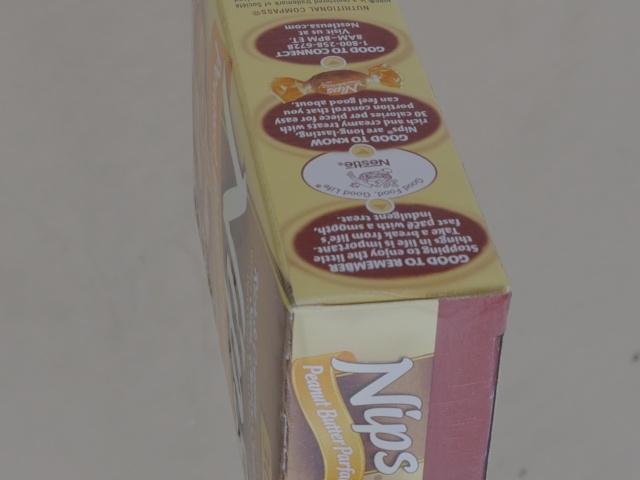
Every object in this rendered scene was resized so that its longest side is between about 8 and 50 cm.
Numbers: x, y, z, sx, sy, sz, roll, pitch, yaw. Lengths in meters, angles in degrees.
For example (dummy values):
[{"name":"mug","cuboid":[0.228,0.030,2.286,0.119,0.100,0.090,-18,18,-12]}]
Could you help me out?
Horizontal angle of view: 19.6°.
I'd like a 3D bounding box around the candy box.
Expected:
[{"name":"candy box","cuboid":[0.000,0.000,0.815,0.087,0.316,0.183,-4,127,-8]}]
